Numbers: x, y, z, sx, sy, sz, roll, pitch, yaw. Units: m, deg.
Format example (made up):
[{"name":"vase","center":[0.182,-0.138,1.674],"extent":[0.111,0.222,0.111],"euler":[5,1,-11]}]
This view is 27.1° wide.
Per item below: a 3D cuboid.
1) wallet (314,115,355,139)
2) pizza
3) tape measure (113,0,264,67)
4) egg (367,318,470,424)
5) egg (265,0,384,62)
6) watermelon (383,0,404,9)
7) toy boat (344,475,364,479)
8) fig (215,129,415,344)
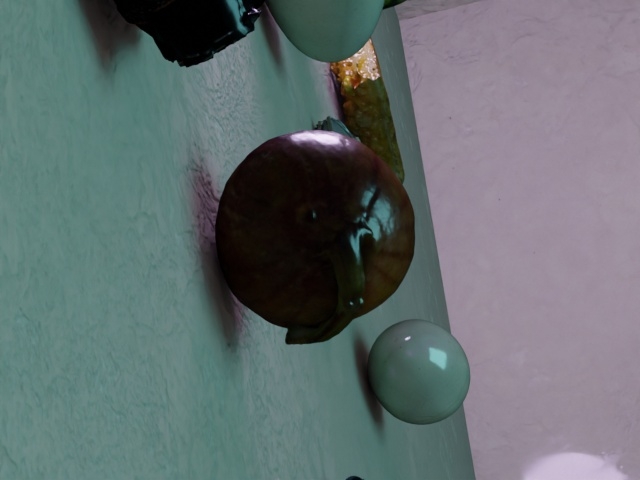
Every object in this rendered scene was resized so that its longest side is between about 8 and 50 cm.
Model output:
[{"name":"wallet","center":[0.043,-0.063,1.977],"extent":[0.170,0.069,0.231],"euler":[45,26,-39]},{"name":"pizza","center":[0.083,-0.249,2.406],"extent":[0.257,0.087,0.268],"euler":[-97,171,-53]},{"name":"tape measure","center":[-0.124,-0.257,1.072],"extent":[0.223,0.135,0.202],"euler":[-89,154,-63]},{"name":"egg","center":[0.145,0.195,1.986],"extent":[0.209,0.151,0.151],"euler":[47,31,-61]},{"name":"egg","center":[0.003,-0.371,1.789],"extent":[0.183,0.183,0.264],"euler":[-66,148,-74]},{"name":"watermelon","center":[0.060,-0.485,1.988],"extent":[0.285,0.285,0.285],"euler":[-12,90,-81]},{"name":"toy boat","center":[0.052,0.341,1.425],"extent":[0.093,0.103,0.246],"euler":[45,20,-26]},{"name":"fig","center":[0.000,-0.001,1.243],"extent":[0.205,0.205,0.205],"euler":[-12,90,-81]}]
